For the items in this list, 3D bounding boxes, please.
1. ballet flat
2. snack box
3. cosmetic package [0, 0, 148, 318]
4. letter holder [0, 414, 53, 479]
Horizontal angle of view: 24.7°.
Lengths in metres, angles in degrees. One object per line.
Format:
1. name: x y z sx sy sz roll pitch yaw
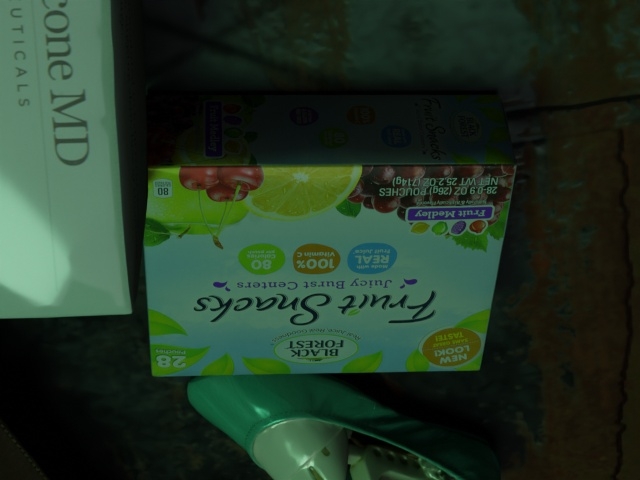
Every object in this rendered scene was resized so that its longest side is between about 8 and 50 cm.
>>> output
1. ballet flat: 0.024 0.150 1.000 0.247 0.087 0.083 21 130 -23
2. snack box: 0.000 0.000 0.862 0.207 0.070 0.174 1 134 -4
3. cosmetic package: -0.273 -0.084 0.662 0.384 0.156 0.217 -3 114 -1
4. letter holder: -0.289 0.206 0.913 0.152 0.214 0.302 4 140 28
